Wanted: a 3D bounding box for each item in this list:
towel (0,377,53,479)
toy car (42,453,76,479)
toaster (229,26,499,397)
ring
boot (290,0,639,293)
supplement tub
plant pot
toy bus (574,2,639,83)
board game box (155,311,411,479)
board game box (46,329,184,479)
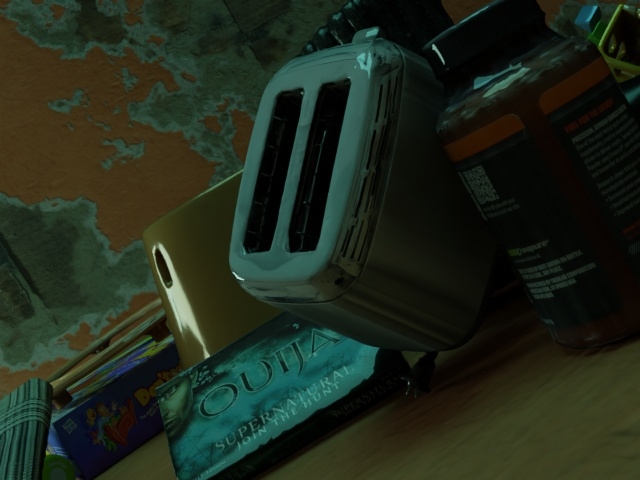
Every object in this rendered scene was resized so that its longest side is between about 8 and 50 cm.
[{"bbox_3d":[-0.382,0.269,0.794,0.324,0.056,0.312,-30,26,3],"label":"towel"},{"bbox_3d":[-0.388,0.235,0.999,0.155,0.188,0.149,-28,5,34],"label":"toy car"},{"bbox_3d":[0.033,-0.022,0.612,0.129,0.227,0.146,-1,-18,46],"label":"toaster"},{"bbox_3d":[-0.249,0.128,1.193,0.337,0.032,0.336,-34,5,3],"label":"ring"},{"bbox_3d":[0.147,-0.119,0.745,0.348,0.260,0.131,-30,-21,16],"label":"boot"},{"bbox_3d":[0.137,-0.044,0.540,0.106,0.198,0.106,-30,5,3],"label":"supplement tub"},{"bbox_3d":[-0.037,0.028,0.905,0.291,0.203,0.291,-30,5,3],"label":"plant pot"},{"bbox_3d":[0.448,-0.238,1.288,0.104,0.202,0.191,-61,14,-2],"label":"toy bus"},{"bbox_3d":[-0.033,0.110,0.711,0.186,0.026,0.126,-31,34,-1],"label":"board game box"},{"bbox_3d":[-0.258,0.205,1.215,0.233,0.078,0.347,-33,4,-27],"label":"board game box"}]
